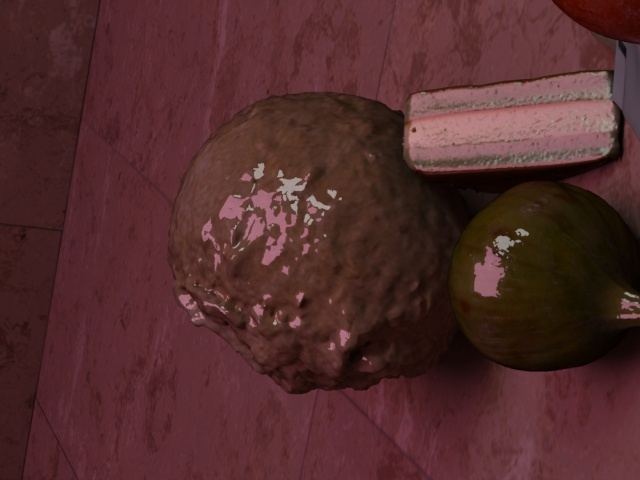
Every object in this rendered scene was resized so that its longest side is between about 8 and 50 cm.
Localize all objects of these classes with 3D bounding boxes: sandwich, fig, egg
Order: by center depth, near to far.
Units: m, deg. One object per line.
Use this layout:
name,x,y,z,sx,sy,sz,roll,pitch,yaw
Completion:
fig,0.205,0.033,1.201,0.245,0.149,0.149,10,94,49
sandwich,0.150,-0.090,1.332,0.163,0.113,0.079,162,113,-66
egg,0.000,0.000,1.486,0.310,0.279,0.279,36,118,49

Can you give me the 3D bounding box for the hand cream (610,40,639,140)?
hand cream,0.253,-0.057,1.120,0.321,0.067,0.109,-113,13,-51

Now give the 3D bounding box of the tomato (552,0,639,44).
tomato,0.240,-0.235,1.052,0.232,0.188,0.232,-45,31,37

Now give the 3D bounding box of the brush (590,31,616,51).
brush,0.270,-0.126,1.167,0.336,0.020,0.085,-136,55,-63
